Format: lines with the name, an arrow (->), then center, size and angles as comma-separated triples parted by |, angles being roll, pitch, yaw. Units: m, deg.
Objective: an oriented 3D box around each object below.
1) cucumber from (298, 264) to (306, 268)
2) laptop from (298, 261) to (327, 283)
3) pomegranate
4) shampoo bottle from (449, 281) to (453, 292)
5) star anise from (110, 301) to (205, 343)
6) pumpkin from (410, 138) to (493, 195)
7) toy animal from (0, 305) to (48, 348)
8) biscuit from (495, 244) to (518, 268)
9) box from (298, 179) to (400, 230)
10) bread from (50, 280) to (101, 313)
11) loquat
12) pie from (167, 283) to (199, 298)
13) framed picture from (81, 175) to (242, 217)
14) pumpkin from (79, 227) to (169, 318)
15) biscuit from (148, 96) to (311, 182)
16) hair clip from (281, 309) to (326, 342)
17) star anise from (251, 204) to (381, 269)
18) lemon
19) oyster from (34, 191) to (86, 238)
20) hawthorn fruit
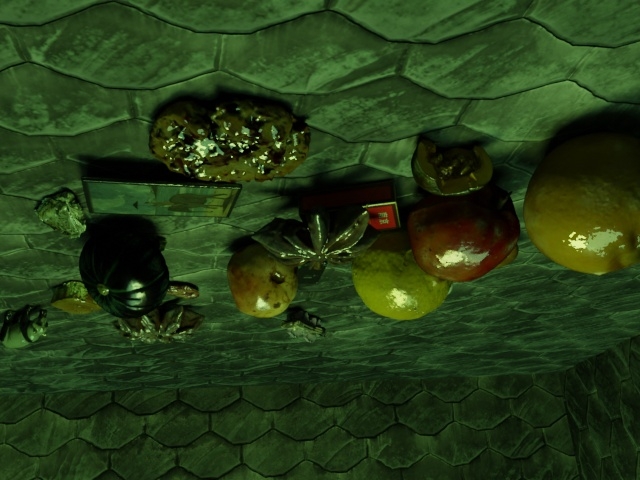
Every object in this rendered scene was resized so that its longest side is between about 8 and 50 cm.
cucumber -> -0.104, 0.069, 2.130 | 0.155, 0.037, 0.037 | -1, 157, -10
laptop -> -0.055, 0.103, 2.246 | 0.129, 0.016, 0.180 | -1, 156, -11
pomegranate -> -0.169, 0.109, 2.006 | 0.215, 0.215, 0.215 | -4, 157, -2
shampoo bottle -> 0.340, 0.141, 2.332 | 0.192, 0.074, 0.074 | 5, 156, -23
star anise -> -0.563, 0.293, 2.474 | 0.332, 0.117, 0.331 | -5, 163, -2
pumpkin -> 0.276, -0.154, 1.569 | 0.184, 0.119, 0.107 | 9, 153, -16
toy animal -> -0.990, 0.292, 2.384 | 0.225, 0.121, 0.094 | -17, 154, 24
biscuit -> 0.476, 0.028, 2.106 | 0.221, 0.066, 0.220 | -2, 154, -1
box -> 0.075, -0.074, 1.777 | 0.240, 0.074, 0.153 | -8, 152, 7
bread -> -0.762, 0.182, 2.232 | 0.128, 0.069, 0.140 | -17, 153, 30
loquat -> 0.611, -0.079, 1.564 | 0.329, 0.328, 0.328 | -4, 157, -2
pie -> -0.451, 0.162, 2.288 | 0.092, 0.034, 0.170 | -19, 153, 39
framed picture -> -0.370, -0.096, 1.659 | 0.347, 0.016, 0.265 | 2, 167, -15
pumpkin -> -0.491, 0.070, 1.864 | 0.248, 0.248, 0.248 | -4, 157, -2
biscuit -> -0.179, -0.188, 1.454 | 0.334, 0.081, 0.289 | 9, 155, -33
hair clip -> -0.055, 0.319, 2.644 | 0.085, 0.106, 0.292 | -2, 164, 28
star anise -> -0.012, -0.006, 1.712 | 0.315, 0.108, 0.315 | 0, 156, 0
lemon -> 0.218, 0.079, 1.914 | 0.293, 0.293, 0.293 | -4, 157, -2
oyster -> -0.617, -0.060, 1.705 | 0.177, 0.064, 0.125 | -11, 144, 41
hawthorn fruit -> 0.354, -0.043, 1.690 | 0.254, 0.254, 0.300 | 5, 152, -21
